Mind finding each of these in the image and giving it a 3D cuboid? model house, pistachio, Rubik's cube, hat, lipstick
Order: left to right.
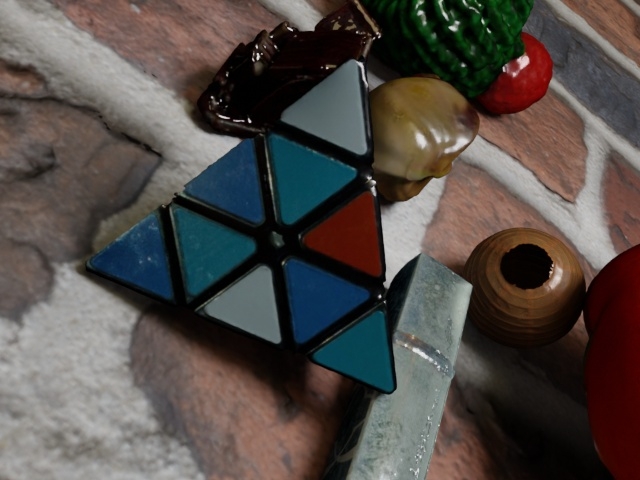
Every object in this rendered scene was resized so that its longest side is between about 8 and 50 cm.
[{"bbox_3d":[-0.017,-0.199,0.813,0.141,0.164,0.203,35,41,-18],"label":"model house"},{"bbox_3d":[0.000,0.000,0.702,0.250,0.284,0.234,48,12,-6],"label":"Rubik's cube"},{"bbox_3d":[0.073,0.138,0.681,0.076,0.077,0.290,33,44,-8],"label":"lipstick"},{"bbox_3d":[0.108,-0.133,0.893,0.165,0.131,0.210,3,45,14],"label":"pistachio"},{"bbox_3d":[0.208,-0.307,1.063,0.332,0.242,0.274,40,61,-39],"label":"hat"}]

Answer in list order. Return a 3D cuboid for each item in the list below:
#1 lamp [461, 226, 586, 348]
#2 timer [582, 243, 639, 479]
[{"bbox_3d":[0.223,0.053,0.825,0.136,0.136,0.136,21,48,-24],"label":"lamp"},{"bbox_3d":[0.414,0.170,0.717,0.378,0.279,0.378,-10,90,-68],"label":"timer"}]
